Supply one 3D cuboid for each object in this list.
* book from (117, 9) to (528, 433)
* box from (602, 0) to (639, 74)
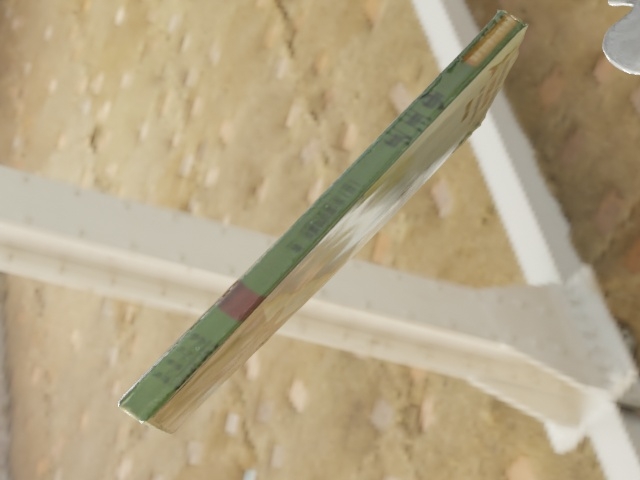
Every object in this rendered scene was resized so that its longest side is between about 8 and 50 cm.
[{"bbox_3d":[0.000,0.000,0.857,0.289,0.026,0.201,-45,174,-8],"label":"book"},{"bbox_3d":[0.319,-0.260,1.057,0.206,0.291,0.262,76,-12,-45],"label":"box"}]
